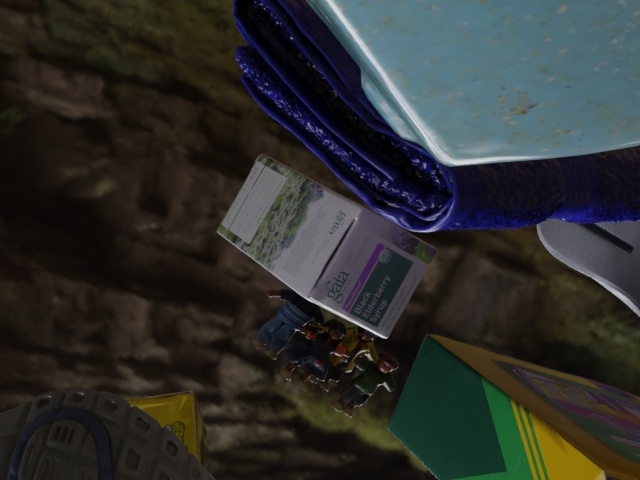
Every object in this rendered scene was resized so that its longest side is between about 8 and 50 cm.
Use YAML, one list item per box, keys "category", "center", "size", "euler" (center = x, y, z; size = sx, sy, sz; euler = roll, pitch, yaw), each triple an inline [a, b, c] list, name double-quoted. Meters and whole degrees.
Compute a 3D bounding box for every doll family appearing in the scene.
- category: "doll family"
  center: [0.011, 0.121, 1.548]
  size: [0.193, 0.111, 0.076]
  euler: [32, -160, -32]

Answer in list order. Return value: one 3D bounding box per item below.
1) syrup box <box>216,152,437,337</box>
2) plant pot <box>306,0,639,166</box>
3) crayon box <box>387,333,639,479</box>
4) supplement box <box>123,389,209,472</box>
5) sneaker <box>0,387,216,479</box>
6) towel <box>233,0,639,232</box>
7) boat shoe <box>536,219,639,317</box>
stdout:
- category: "syrup box"
  center: [0.000, 0.000, 1.220]
  size: [0.096, 0.093, 0.237]
  euler: [29, -178, -30]
- category: "plant pot"
  center: [0.071, -0.169, 0.362]
  size: [0.248, 0.252, 0.247]
  euler: [56, -173, 35]
- category: "crayon box"
  center: [0.279, 0.212, 1.060]
  size: [0.363, 0.106, 0.313]
  euler: [19, -172, -21]
- category: "supplement box"
  center: [-0.235, 0.314, 1.610]
  size: [0.194, 0.356, 0.195]
  euler: [-5, -106, -3]
- category: "sneaker"
  center: [-0.168, 0.155, 0.797]
  size: [0.297, 0.111, 0.129]
  euler: [8, 153, 30]
- category: "towel"
  center: [0.105, -0.079, 0.889]
  size: [0.308, 0.076, 0.227]
  euler: [-3, -138, -45]
- category: "boat shoe"
  center: [0.337, 0.039, 1.146]
  size: [0.119, 0.121, 0.335]
  euler: [10, -154, -41]
